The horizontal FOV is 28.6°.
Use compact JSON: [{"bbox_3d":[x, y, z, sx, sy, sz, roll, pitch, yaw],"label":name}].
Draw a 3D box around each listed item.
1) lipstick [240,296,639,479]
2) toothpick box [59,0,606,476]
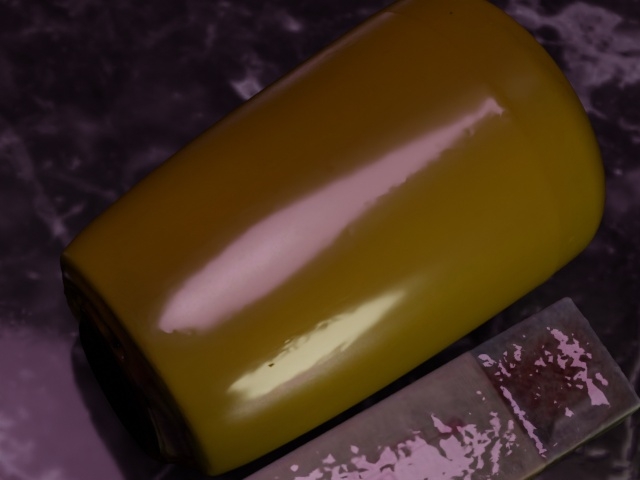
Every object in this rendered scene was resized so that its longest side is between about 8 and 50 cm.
[{"bbox_3d":[-0.007,0.152,0.651,0.371,0.080,0.076,-27,75,-19],"label":"lipstick"},{"bbox_3d":[0.000,0.000,0.666,0.271,0.175,0.175,-34,77,-18],"label":"toothpick box"}]
